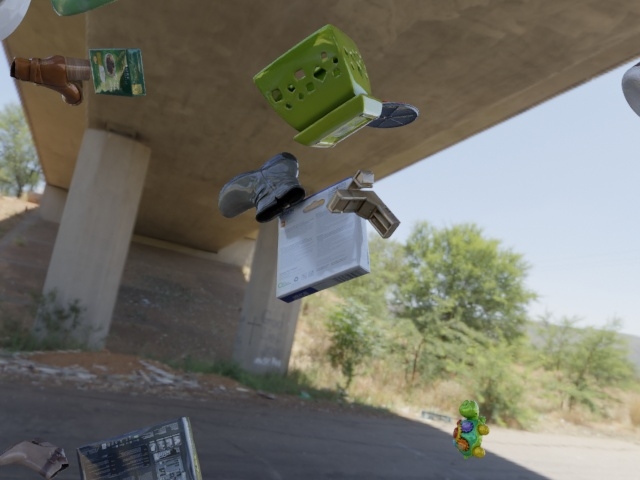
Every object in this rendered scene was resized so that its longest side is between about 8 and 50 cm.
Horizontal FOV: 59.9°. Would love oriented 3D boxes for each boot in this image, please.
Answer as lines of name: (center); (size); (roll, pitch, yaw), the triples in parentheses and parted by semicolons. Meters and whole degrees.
boot: (-0.533, 0.415, 1.041); (0.087, 0.042, 0.118); (36, 15, 15)
boot: (-0.617, -0.365, 1.257); (0.152, 0.073, 0.197); (-8, -10, -32)
boot: (-0.148, -0.097, 1.298); (0.246, 0.161, 0.083); (-32, -53, 19)

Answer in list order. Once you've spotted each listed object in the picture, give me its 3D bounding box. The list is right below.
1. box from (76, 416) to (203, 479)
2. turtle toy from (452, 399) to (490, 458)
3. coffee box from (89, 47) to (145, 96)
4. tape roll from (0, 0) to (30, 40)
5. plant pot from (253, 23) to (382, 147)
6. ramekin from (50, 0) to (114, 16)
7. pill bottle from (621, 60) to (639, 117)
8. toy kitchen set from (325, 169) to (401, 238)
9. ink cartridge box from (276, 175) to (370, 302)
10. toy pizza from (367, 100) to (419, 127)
box: (-0.370, 0.488, 1.149); (0.232, 0.183, 0.059); (-17, -16, -1)
turtle toy: (0.340, 0.432, 1.267); (0.066, 0.130, 0.095); (16, -13, 3)
coffee box: (-0.500, -0.414, 1.364); (0.184, 0.113, 0.040); (14, 24, 40)
tape roll: (-0.702, -0.540, 1.094); (0.100, 0.286, 0.286); (20, -8, 7)
plant pot: (0.012, -0.352, 1.345); (0.227, 0.207, 0.228); (-30, -2, 21)
ramekin: (-0.351, -0.520, 0.929); (0.303, 0.303, 0.148); (5, -42, 33)
pill bottle: (0.629, -0.295, 0.923); (0.215, 0.117, 0.117); (-35, -19, 7)
toy kitchen set: (0.070, -0.051, 0.799); (0.083, 0.068, 0.075); (-3, 47, -45)
ink cartridge box: (0.000, 0.000, 1.193); (0.223, 0.224, 0.045); (-23, -37, 32)
toy pizza: (0.216, -0.411, 1.793); (0.201, 0.032, 0.201); (-1, -10, 0)
